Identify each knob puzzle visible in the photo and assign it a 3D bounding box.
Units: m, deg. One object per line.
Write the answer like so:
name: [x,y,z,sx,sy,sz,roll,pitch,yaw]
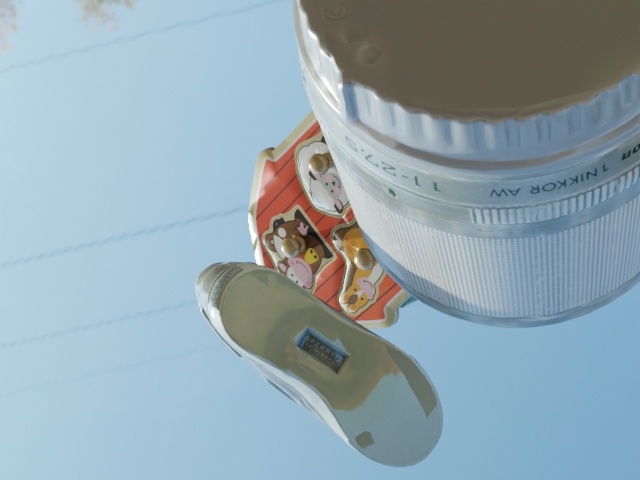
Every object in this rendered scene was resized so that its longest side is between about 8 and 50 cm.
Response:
knob puzzle: [0.000,0.000,1.011,0.213,0.213,0.030,23,-149,30]

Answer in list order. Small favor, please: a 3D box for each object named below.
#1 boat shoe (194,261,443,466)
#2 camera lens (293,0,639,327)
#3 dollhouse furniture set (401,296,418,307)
boat shoe: [0.000,0.084,0.854,0.079,0.227,0.081,-53,-152,-7]
camera lens: [0.108,-0.087,0.670,0.219,0.274,0.219,-4,-114,10]
dollhouse furniture set: [0.117,-0.113,1.181,0.197,0.151,0.301,41,-77,14]
